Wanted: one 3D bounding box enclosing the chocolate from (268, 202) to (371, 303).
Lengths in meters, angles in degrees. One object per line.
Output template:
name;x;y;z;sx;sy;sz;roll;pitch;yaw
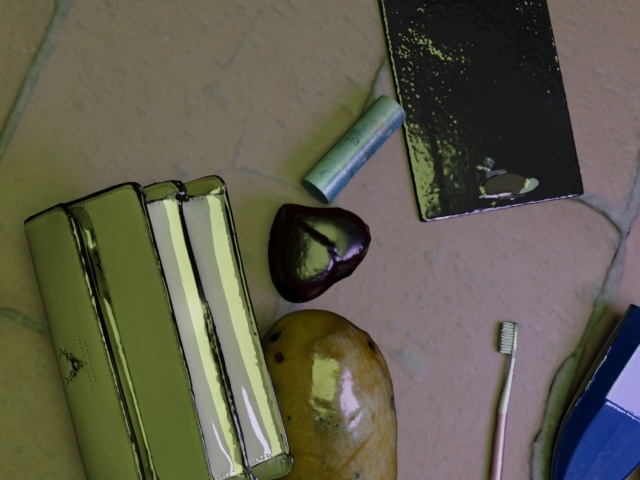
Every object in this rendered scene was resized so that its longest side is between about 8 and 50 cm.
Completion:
chocolate;0.000;0.000;1.429;0.149;0.080;0.125;-32;94;-13

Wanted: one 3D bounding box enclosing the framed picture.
framed picture;0.218;-0.201;1.538;0.244;0.013;0.323;-10;88;-15

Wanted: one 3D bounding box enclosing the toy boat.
toy boat;0.392;0.234;1.515;0.129;0.088;0.295;32;89;-11

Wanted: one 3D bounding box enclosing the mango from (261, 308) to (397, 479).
mango;0.010;0.241;1.373;0.177;0.175;0.329;-7;105;-12

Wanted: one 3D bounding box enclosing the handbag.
handbag;-0.200;0.123;1.291;0.160;0.237;0.358;-12;87;-50

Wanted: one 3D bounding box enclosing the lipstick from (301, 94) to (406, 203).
lipstick;0.044;-0.118;1.467;0.048;0.048;0.158;44;76;-7

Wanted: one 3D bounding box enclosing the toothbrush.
toothbrush;0.236;0.249;1.501;0.025;0.020;0.286;7;83;-6
